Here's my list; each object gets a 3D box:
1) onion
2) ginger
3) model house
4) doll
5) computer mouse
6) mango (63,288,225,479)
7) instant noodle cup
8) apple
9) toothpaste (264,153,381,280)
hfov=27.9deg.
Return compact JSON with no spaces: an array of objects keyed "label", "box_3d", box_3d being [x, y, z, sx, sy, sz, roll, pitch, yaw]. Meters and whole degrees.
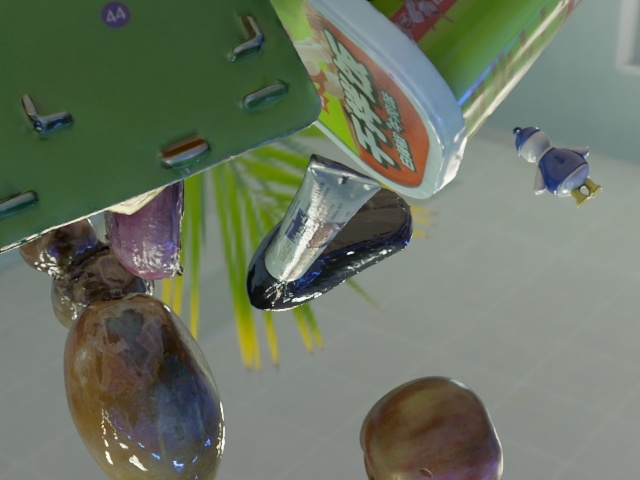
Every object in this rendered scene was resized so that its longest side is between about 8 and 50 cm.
[{"label":"onion","box_3d":[-0.226,-0.092,1.700,0.120,0.283,0.227,6,-175,-6]},{"label":"ginger","box_3d":[-0.343,0.125,2.083,0.176,0.375,0.256,-32,160,10]},{"label":"model house","box_3d":[-0.220,-0.082,1.069,0.358,0.313,0.242,-25,-103,-19]},{"label":"doll","box_3d":[0.306,-0.104,1.700,0.099,0.057,0.143,-40,-113,-14]},{"label":"computer mouse","box_3d":[0.000,0.000,1.828,0.270,0.086,0.137,-29,-141,5]},{"label":"mango","box_3d":[-0.251,0.254,1.879,0.199,0.384,0.221,-1,-163,35]},{"label":"instant noodle cup","box_3d":[0.111,-0.241,1.134,0.308,0.294,0.294,-45,-139,-12]},{"label":"apple","box_3d":[0.143,0.274,1.693,0.174,0.188,0.188,-18,-152,-7]},{"label":"toothpaste","box_3d":[-0.009,-0.012,1.069,0.060,0.233,0.038,19,-115,-8]}]
